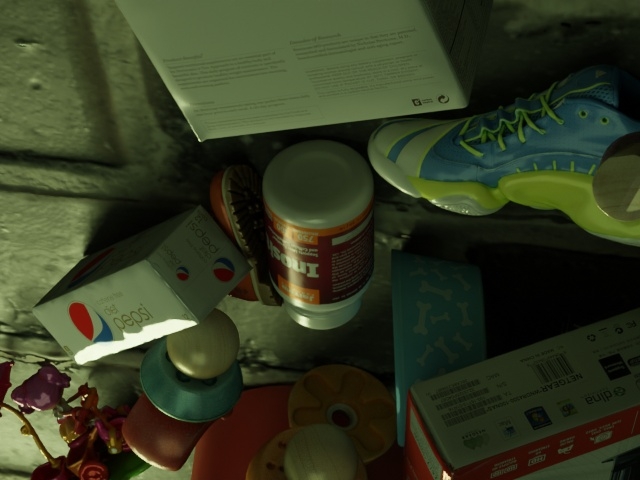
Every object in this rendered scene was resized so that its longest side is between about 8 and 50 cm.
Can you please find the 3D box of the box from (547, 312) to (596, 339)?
[{"bbox_3d":[0.230,0.131,1.504,0.116,0.029,0.162,21,143,-8],"label":"box"}]

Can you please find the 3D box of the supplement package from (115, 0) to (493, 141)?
[{"bbox_3d":[-0.016,-0.192,1.094,0.194,0.149,0.203,-6,137,24],"label":"supplement package"}]

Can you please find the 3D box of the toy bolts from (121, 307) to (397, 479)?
[{"bbox_3d":[-0.036,0.133,1.469,0.228,0.218,0.158,31,142,8],"label":"toy bolts"}]

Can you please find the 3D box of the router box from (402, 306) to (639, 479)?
[{"bbox_3d":[0.231,0.178,1.386,0.335,0.082,0.301,-18,142,-13],"label":"router box"}]

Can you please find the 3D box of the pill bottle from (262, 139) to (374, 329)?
[{"bbox_3d":[0.000,0.000,1.374,0.086,0.086,0.152,8,141,9],"label":"pill bottle"}]

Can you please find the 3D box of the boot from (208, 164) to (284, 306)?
[{"bbox_3d":[-0.080,-0.004,1.422,0.085,0.059,0.158,8,142,17],"label":"boot"}]

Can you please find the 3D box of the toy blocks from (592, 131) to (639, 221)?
[{"bbox_3d":[0.349,-0.088,1.081,0.309,0.260,0.288,34,113,13],"label":"toy blocks"}]

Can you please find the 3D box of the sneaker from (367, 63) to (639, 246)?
[{"bbox_3d":[0.157,-0.080,1.245,0.240,0.091,0.126,12,123,5],"label":"sneaker"}]

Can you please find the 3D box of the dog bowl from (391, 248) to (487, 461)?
[{"bbox_3d":[0.100,0.131,1.450,0.074,0.166,0.297,-2,140,3],"label":"dog bowl"}]

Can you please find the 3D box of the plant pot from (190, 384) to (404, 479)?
[{"bbox_3d":[-0.014,0.309,1.631,0.275,0.243,0.275,10,142,8],"label":"plant pot"}]

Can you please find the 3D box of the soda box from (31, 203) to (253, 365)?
[{"bbox_3d":[-0.151,0.040,1.435,0.069,0.074,0.216,51,146,-12],"label":"soda box"}]

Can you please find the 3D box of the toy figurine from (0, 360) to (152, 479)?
[{"bbox_3d":[-0.255,0.175,1.671,0.173,0.130,0.159,-33,114,17],"label":"toy figurine"}]
